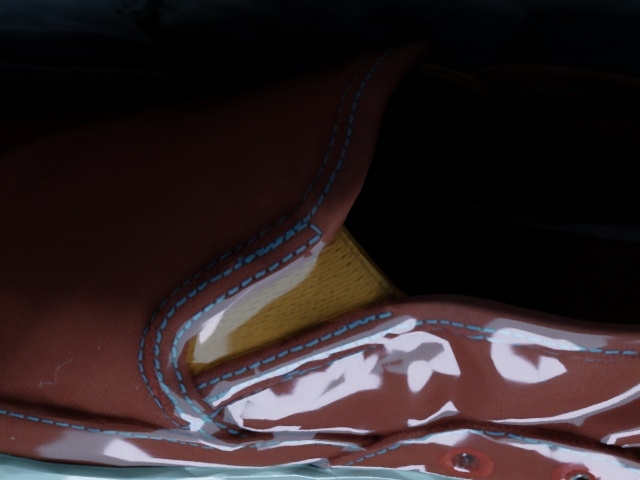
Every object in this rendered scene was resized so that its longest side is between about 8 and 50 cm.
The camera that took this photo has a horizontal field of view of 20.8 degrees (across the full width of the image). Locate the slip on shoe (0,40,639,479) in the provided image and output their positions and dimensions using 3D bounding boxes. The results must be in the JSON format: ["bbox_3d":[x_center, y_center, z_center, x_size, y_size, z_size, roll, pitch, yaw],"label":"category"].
[{"bbox_3d":[0.000,0.000,0.392,0.331,0.123,0.101,7,131,15],"label":"slip on shoe"}]
